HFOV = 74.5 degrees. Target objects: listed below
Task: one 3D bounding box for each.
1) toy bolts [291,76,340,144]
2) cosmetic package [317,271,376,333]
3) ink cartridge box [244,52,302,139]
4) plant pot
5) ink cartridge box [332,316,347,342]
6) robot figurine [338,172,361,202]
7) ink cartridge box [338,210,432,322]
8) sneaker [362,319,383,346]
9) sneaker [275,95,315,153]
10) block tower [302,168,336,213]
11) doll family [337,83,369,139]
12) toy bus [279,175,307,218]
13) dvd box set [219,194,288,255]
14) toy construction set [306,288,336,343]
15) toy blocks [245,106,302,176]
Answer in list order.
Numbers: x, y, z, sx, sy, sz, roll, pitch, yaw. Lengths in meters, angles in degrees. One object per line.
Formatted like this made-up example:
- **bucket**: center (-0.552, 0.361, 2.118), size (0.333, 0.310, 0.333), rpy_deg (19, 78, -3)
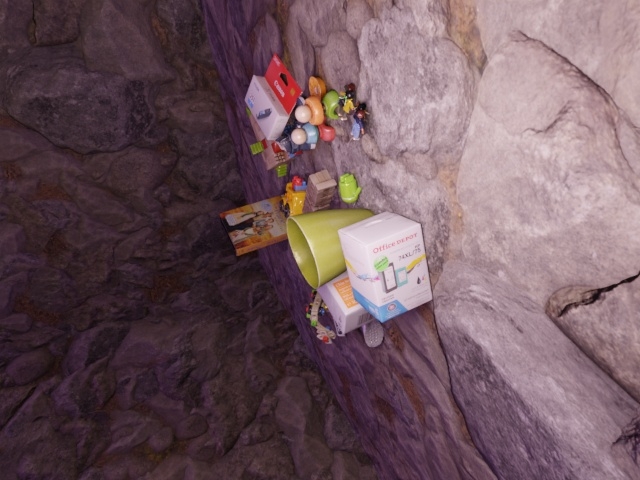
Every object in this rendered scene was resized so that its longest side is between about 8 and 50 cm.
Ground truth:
- **toy bolts**: center (-0.044, -0.464, 1.550), size (0.218, 0.158, 0.228), rpy_deg (59, 161, 29)
- **cosmetic package**: center (0.088, 0.125, 1.731), size (0.453, 0.230, 0.161), rpy_deg (56, 159, 34)
- **ink cartridge box**: center (-0.219, -0.640, 1.865), size (0.296, 0.066, 0.261), rpy_deg (60, 136, 28)
- **plant pot**: center (0.064, -0.007, 1.530), size (0.275, 0.294, 0.274), rpy_deg (57, 160, 34)
- **ink cartridge box**: center (0.099, 0.399, 2.198), size (0.206, 0.045, 0.208), rpy_deg (-82, -22, -68)
- **robot figurine**: center (0.106, -0.191, 1.573), size (0.101, 0.067, 0.115), rpy_deg (27, 137, 49)
- **ink cartridge box**: center (0.207, 0.075, 1.351), size (0.197, 0.198, 0.270), rpy_deg (35, 143, 63)
- **sneaker**: center (0.221, 0.366, 1.885), size (0.095, 0.090, 0.235), rpy_deg (-122, 19, -72)
- **sneaker**: center (-0.116, -0.474, 1.761), size (0.086, 0.163, 0.226), rpy_deg (-136, 31, -58)
- **block tower**: center (-0.012, -0.190, 1.899), size (0.097, 0.091, 0.335), rpy_deg (63, 162, 17)
- **doll family**: center (0.104, -0.410, 1.321), size (0.193, 0.076, 0.111), rpy_deg (58, 156, 18)
- **toy bus**: center (-0.120, -0.229, 2.128), size (0.220, 0.149, 0.211), rpy_deg (-135, 42, -58)
- **dvd box set**: center (-0.345, -0.099, 2.470), size (0.307, 0.420, 0.062), rpy_deg (59, 157, 33)
- **toy construction set**: center (0.003, 0.387, 2.260), size (0.327, 0.151, 0.215), rpy_deg (-93, -1, -50)
- **toy blocks**: center (-0.219, -0.522, 2.057), size (0.261, 0.191, 0.381), rpy_deg (-13, 97, 61)
